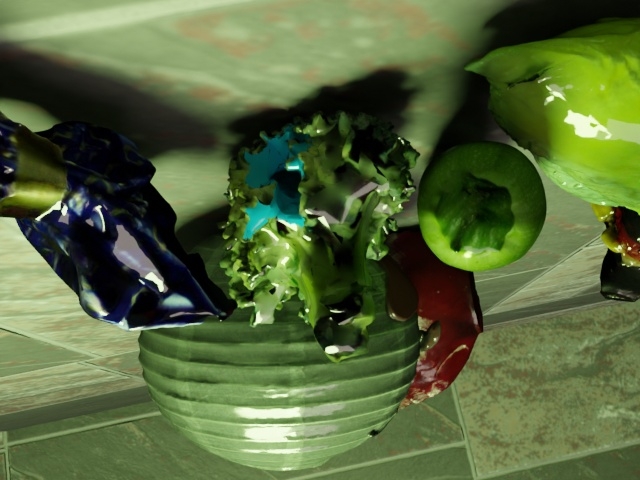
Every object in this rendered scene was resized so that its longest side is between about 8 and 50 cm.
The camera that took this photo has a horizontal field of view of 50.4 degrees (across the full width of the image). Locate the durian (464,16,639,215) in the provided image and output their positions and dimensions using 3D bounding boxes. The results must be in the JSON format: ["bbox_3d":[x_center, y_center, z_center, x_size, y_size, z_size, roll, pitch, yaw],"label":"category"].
[{"bbox_3d":[0.197,-0.075,0.443,0.139,0.101,0.250,-19,159,30],"label":"durian"}]

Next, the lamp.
[{"bbox_3d":[-0.034,0.085,0.627,0.265,0.233,0.233,4,175,31],"label":"lamp"}]

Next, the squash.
[{"bbox_3d":[0.108,-0.028,0.471,0.082,0.082,0.292,-15,-176,10],"label":"squash"}]

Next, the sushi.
[{"bbox_3d":[0.363,-0.028,0.678,0.172,0.153,0.150,4,160,41],"label":"sushi"}]

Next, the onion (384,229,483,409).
[{"bbox_3d":[0.099,0.103,0.844,0.206,0.207,0.216,-13,171,17],"label":"onion"}]

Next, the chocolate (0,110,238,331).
[{"bbox_3d":[-0.147,-0.023,0.339,0.126,0.148,0.343,-59,154,3],"label":"chocolate"}]

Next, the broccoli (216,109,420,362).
[{"bbox_3d":[0.000,0.000,0.457,0.167,0.160,0.154,-24,139,9],"label":"broccoli"}]
